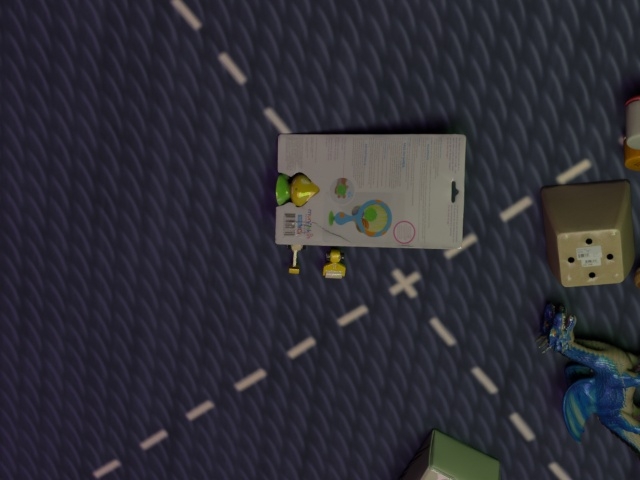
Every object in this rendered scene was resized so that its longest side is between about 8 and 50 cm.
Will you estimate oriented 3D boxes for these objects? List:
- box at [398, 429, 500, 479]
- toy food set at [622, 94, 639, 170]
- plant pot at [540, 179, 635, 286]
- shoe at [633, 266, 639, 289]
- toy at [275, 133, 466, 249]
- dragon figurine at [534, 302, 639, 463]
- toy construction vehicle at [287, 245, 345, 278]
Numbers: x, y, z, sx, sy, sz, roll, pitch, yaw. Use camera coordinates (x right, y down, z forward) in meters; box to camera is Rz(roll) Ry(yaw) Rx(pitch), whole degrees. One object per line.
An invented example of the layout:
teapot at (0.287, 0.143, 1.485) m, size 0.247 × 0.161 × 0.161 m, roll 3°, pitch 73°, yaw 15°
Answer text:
box at (0.133, 0.399, 2.051) m, size 0.113 × 0.094 × 0.275 m, roll 28°, pitch 118°, yaw -7°
toy food set at (0.437, -0.166, 1.712) m, size 0.232 × 0.104 × 0.111 m, roll -19°, pitch 149°, yaw 40°
plant pot at (0.324, 0.000, 1.810) m, size 0.109 × 0.096 × 0.109 m, roll -5°, pitch 118°, yaw 11°
shoe at (0.488, 0.016, 1.824) m, size 0.219 × 0.058 × 0.076 m, roll -15°, pitch 145°, yaw 20°
toy at (0.063, -0.060, 1.829) m, size 0.237 × 0.056 × 0.137 m, roll 2°, pitch 89°, yaw 17°
dragon figurine at (0.354, 0.203, 1.919) m, size 0.144 × 0.085 × 0.289 m, roll -6°, pitch 116°, yaw 11°
toy construction vehicle at (0.000, 0.000, 1.898) m, size 0.086 × 0.035 × 0.098 m, roll 0°, pitch 121°, yaw -4°
